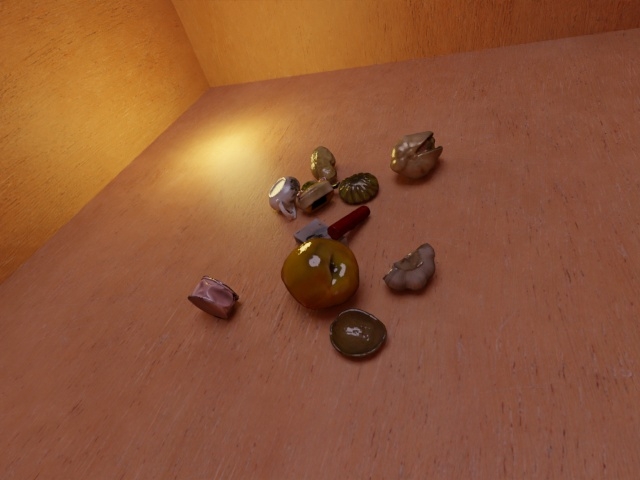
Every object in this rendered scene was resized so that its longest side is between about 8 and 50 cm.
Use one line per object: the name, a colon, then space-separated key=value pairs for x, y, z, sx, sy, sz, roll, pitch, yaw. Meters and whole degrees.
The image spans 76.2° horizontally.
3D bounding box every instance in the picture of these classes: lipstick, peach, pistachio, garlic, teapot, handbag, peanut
lipstick: x=0.136 y=-0.087 z=1.891 sx=0.073 sy=0.073 sz=0.280 roll=15 pitch=33 yaw=34
peach: x=-0.004 y=0.130 z=1.622 sx=0.289 sy=0.289 sz=0.308 roll=-48 pitch=10 yaw=-30
pistachio: x=0.491 y=-0.442 z=2.095 sx=0.321 sy=0.229 sz=0.238 roll=-36 pitch=9 yaw=-30
garlic: x=0.365 y=0.119 z=1.591 sx=0.229 sy=0.178 sz=0.143 roll=-44 pitch=75 yaw=-2
teapot: x=-0.186 y=-0.238 z=2.194 sx=0.204 sy=0.139 sz=0.298 roll=-30 pitch=36 yaw=30
handbag: x=-0.452 y=0.242 z=1.733 sx=0.205 sy=0.179 sz=0.116 roll=9 pitch=55 yaw=31
peanut: x=0.017 y=-0.424 z=2.318 sx=0.147 sy=0.147 sz=0.305 roll=-11 pitch=42 yaw=9

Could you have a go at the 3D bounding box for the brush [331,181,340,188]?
brush: x=0.049 y=-0.286 z=2.197 sx=0.034 sy=0.027 sz=0.190 roll=-48 pitch=23 yaw=-25

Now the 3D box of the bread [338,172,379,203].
bread: x=0.195 y=-0.277 z=2.112 sx=0.213 sy=0.104 sz=0.213 roll=-9 pitch=44 yaw=9

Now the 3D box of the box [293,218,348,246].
box: x=-0.001 y=0.000 z=1.907 sx=0.149 sy=0.067 sz=0.233 roll=-34 pitch=44 yaw=-21

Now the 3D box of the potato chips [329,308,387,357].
potato chips: x=0.137 y=0.341 z=1.479 sx=0.208 sy=0.062 sz=0.195 roll=-10 pitch=47 yaw=9

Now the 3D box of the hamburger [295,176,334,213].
hamburger: x=-0.029 y=-0.234 z=2.102 sx=0.210 sy=0.173 sz=0.116 roll=-35 pitch=68 yaw=-16
